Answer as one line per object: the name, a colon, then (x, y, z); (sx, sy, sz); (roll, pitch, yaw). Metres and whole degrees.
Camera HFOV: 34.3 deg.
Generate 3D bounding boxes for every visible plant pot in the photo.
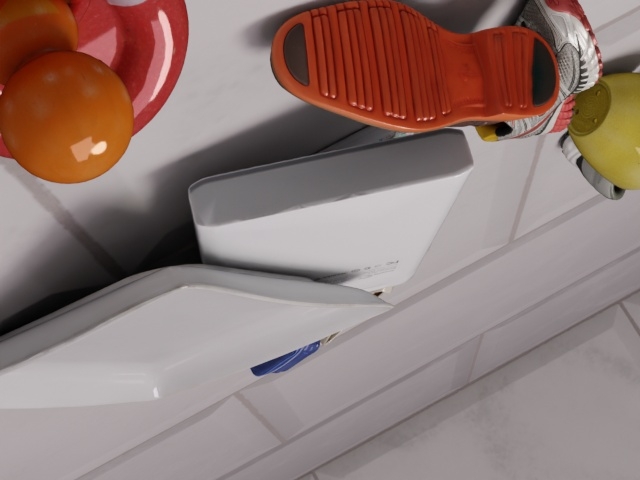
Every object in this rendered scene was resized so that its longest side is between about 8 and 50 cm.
plant pot: (0.332, -0.133, 1.161); (0.095, 0.134, 0.134); (17, 137, -31)

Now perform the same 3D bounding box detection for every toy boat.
toy boat: (-0.135, -0.092, 0.481); (0.151, 0.151, 0.231); (-30, 162, 2)

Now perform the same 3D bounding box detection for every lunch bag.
lunch bag: (-0.059, 0.133, 1.350); (0.098, 0.067, 0.065); (-37, 160, 27)

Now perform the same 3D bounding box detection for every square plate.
square plate: (-0.154, 0.096, 1.014); (0.344, 0.049, 0.347); (-24, 162, 28)

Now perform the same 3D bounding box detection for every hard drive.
hard drive: (0.000, 0.000, 1.002); (0.233, 0.047, 0.353); (-12, 164, -7)

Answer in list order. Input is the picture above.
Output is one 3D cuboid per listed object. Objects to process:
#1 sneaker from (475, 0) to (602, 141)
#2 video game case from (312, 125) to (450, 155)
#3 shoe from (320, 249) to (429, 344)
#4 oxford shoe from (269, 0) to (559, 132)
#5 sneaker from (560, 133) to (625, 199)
sneaker: (0.188, -0.148, 0.935); (0.092, 0.088, 0.225); (-19, 157, -7)
video game case: (0.058, -0.080, 1.028); (0.157, 0.019, 0.143); (-27, 162, -6)
shoe: (0.065, 0.061, 1.357); (0.219, 0.058, 0.076); (-37, 161, 24)
oxford shoe: (0.063, -0.122, 0.809); (0.271, 0.097, 0.098); (1, 173, -37)
sneaker: (0.419, -0.153, 1.246); (0.100, 0.108, 0.271); (-7, 151, -46)
